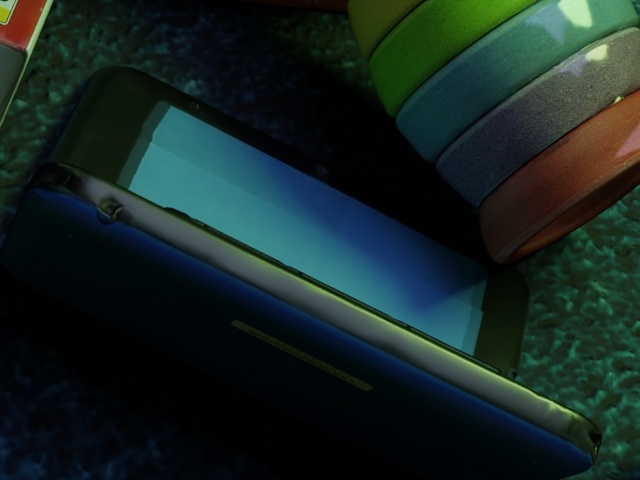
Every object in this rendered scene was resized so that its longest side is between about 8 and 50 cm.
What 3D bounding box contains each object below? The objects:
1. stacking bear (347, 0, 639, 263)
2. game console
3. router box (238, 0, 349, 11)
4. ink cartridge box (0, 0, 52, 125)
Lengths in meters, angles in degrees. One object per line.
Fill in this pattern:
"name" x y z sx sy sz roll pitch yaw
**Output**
"stacking bear" 0.087 -0.146 1.075 0.164 0.175 0.289 -26 79 -44
"game console" 0.000 0.000 0.963 0.293 0.250 0.173 26 71 -8
"router box" -0.021 -0.314 1.229 0.301 0.082 0.335 2 64 -29
"ink cartridge box" -0.282 -0.204 0.994 0.309 0.130 0.272 23 44 -11
